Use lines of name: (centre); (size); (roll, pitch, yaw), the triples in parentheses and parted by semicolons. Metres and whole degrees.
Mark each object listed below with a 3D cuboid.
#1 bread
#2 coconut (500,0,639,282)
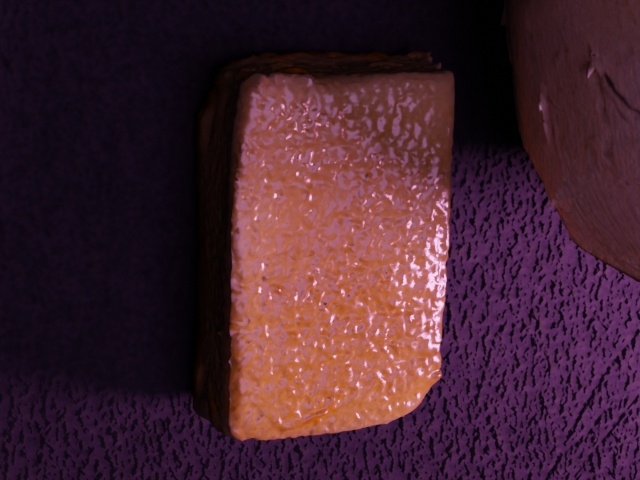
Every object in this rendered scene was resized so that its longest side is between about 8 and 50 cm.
bread: (0.000, 0.000, 1.401); (0.185, 0.114, 0.275); (-3, 105, -23)
coconut: (0.306, -0.113, 1.361); (0.346, 0.346, 0.360); (-12, 105, -17)
